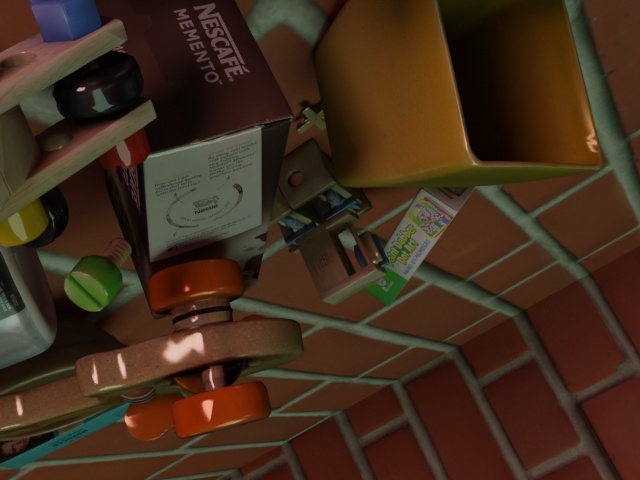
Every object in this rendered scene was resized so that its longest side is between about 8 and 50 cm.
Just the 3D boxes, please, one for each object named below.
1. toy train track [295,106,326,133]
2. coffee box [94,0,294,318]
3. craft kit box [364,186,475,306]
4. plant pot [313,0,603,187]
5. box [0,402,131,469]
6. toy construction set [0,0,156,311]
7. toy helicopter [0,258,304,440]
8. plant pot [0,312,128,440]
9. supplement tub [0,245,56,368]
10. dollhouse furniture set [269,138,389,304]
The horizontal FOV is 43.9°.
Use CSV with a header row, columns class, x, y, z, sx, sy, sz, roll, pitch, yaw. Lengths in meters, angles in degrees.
class,x,y,z,sx,sy,sz,roll,pitch,yaw
toy train track,0.006,-0.150,0.884,0.083,0.014,0.048,-37,149,12
coffee box,-0.124,-0.072,0.713,0.119,0.168,0.297,-18,157,-18
craft kit box,0.164,-0.064,1.030,0.246,0.061,0.250,-48,171,-31
plant pot,0.114,-0.146,0.765,0.212,0.212,0.187,-4,170,-43
box,-0.400,0.262,1.256,0.244,0.100,0.060,-26,157,0
toy construction set,-0.238,-0.074,0.420,0.237,0.258,0.308,-66,179,-52
toy helicopter,-0.183,0.136,0.783,0.355,0.140,0.235,-17,168,14
plant pot,-0.369,0.173,1.078,0.237,0.109,0.237,-21,157,-10
supplement tub,-0.407,0.059,0.673,0.316,0.193,0.193,-20,157,-11
dollhouse furniture set,0.000,0.000,0.982,0.129,0.183,0.129,-32,157,16
